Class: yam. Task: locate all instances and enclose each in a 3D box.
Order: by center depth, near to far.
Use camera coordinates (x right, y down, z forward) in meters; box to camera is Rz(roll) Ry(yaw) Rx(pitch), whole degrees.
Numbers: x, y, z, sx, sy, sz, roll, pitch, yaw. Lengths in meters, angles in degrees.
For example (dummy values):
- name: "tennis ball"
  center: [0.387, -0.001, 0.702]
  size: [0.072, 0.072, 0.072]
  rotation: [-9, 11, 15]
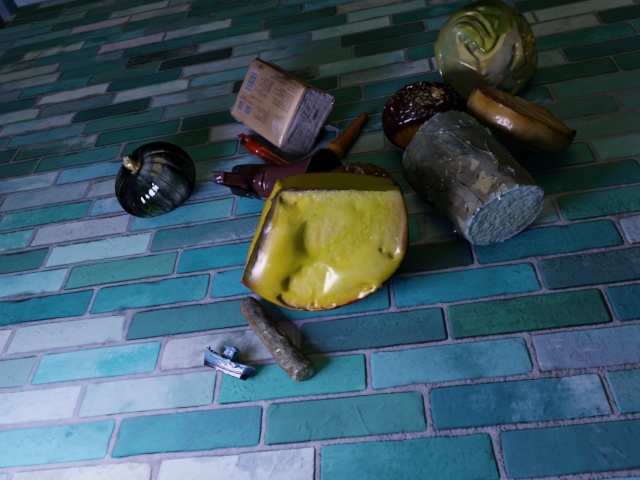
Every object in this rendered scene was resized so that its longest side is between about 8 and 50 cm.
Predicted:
- name: "yam"
  center: [-0.107, 0.215, 1.283]
  size: [0.061, 0.061, 0.274]
  rotation: [-33, 46, -16]
- name: "yam"
  center: [0.365, -0.155, 1.404]
  size: [0.241, 0.240, 0.348]
  rotation: [-24, 46, -8]

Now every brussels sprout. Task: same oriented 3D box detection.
- name: "brussels sprout"
  center: [0.501, -0.581, 1.739]
  size: [0.345, 0.268, 0.343]
  rotation: [-5, 52, 7]

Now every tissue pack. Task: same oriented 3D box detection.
- name: "tissue pack"
  center: [-0.100, -0.421, 1.833]
  size: [0.239, 0.238, 0.306]
  rotation: [-35, 47, -18]

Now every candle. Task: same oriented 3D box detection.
- name: "candle"
  center: [-0.161, -0.263, 1.778]
  size: [0.051, 0.048, 0.329]
  rotation: [-31, 46, -26]

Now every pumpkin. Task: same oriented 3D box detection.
- name: "pumpkin"
  center: [-0.499, -0.184, 1.690]
  size: [0.250, 0.216, 0.249]
  rotation: [-19, 55, 30]

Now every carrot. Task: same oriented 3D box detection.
- name: "carrot"
  center: [0.097, -0.341, 1.780]
  size: [0.057, 0.057, 0.224]
  rotation: [13, 49, 27]

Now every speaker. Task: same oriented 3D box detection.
- name: "speaker"
  center: [-0.134, -0.139, 1.555]
  size: [0.330, 0.198, 0.259]
  rotation: [3, 30, 29]

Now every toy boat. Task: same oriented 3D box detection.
- name: "toy boat"
  center: [-0.205, 0.264, 1.261]
  size: [0.137, 0.060, 0.060]
  rotation: [10, 69, 33]

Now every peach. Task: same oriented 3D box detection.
- name: "peach"
  center: [0.000, 0.000, 1.319]
  size: [0.381, 0.305, 0.242]
  rotation: [-6, 10, -4]

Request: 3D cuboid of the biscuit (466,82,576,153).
- name: "biscuit"
  center: [0.524, -0.318, 1.518]
  size: [0.297, 0.101, 0.296]
  rotation: [21, 27, -11]

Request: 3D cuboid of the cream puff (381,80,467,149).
- name: "cream puff"
  center: [0.288, -0.349, 1.592]
  size: [0.239, 0.239, 0.164]
  rotation: [-1, 73, 16]

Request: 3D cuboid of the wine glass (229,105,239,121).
- name: "wine glass"
  center: [-0.240, -0.482, 2.006]
  size: [0.155, 0.073, 0.073]
  rotation: [-43, 50, -20]

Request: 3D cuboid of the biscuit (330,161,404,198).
- name: "biscuit"
  center: [0.113, -0.116, 1.488]
  size: [0.226, 0.042, 0.225]
  rotation: [4, 66, -10]
